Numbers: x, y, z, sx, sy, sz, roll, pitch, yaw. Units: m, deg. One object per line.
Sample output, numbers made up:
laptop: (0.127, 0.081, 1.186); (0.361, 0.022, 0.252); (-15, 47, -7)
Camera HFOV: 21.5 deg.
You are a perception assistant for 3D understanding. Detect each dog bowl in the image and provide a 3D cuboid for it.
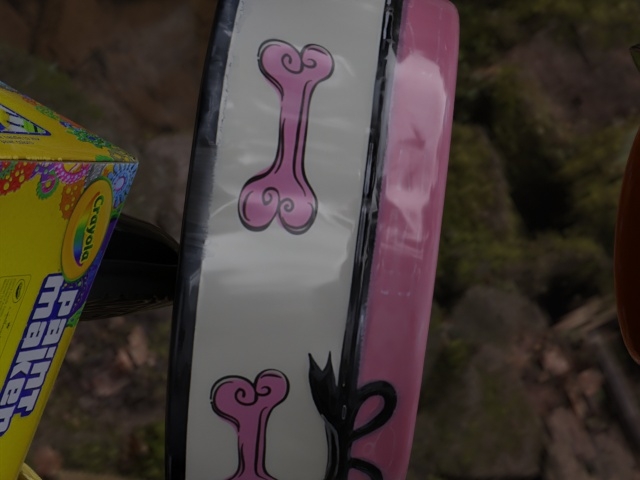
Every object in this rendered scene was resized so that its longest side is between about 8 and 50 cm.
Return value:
dog bowl: (0.000, 0.000, 1.137); (0.150, 0.408, 0.408); (6, 50, 2)

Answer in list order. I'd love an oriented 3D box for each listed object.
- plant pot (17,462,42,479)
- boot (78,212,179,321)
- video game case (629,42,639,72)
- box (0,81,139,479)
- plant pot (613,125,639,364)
plant pot: (-0.355, 0.319, 1.424); (0.254, 0.239, 0.254); (44, 22, -23)
boot: (-0.263, -0.164, 1.256); (0.367, 0.146, 0.445); (3, 78, -41)
video game case: (0.408, -0.209, 1.508); (0.035, 0.248, 0.275); (64, 8, -5)
box: (-0.291, 0.029, 0.856); (0.279, 0.290, 0.177); (30, 15, 24)
plant pot: (0.339, 0.000, 1.257); (0.188, 0.205, 0.205); (5, 55, -7)
